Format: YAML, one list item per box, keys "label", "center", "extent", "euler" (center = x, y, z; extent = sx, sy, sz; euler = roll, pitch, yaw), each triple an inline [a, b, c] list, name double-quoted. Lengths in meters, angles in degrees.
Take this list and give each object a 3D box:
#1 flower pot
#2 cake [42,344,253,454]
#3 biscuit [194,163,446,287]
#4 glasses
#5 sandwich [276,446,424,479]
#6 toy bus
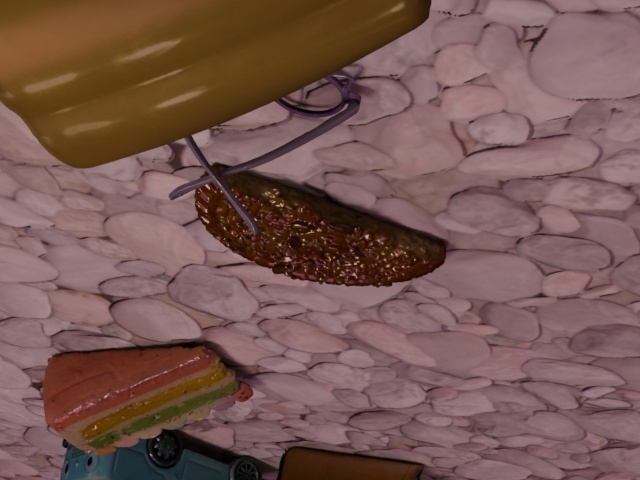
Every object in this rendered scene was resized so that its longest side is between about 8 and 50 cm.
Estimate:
- label: "flower pot"
  center: [-0.050, -0.144, 0.525]
  extent: [0.179, 0.195, 0.195]
  euler: [-11, 148, 11]
- label: "cake"
  center: [-0.191, 0.172, 1.251]
  extent: [0.225, 0.090, 0.109]
  euler: [-8, 144, 28]
- label: "biscuit"
  center: [-0.011, 0.002, 0.935]
  extent: [0.206, 0.025, 0.126]
  euler: [19, 151, -16]
- label: "glasses"
  center: [-0.052, -0.066, 0.737]
  extent: [0.140, 0.103, 0.062]
  euler: [16, 154, -4]
- label: "sandwich"
  center: [0.034, 0.392, 1.439]
  extent: [0.198, 0.227, 0.155]
  euler: [8, 153, 5]
- label: "toy bus"
  center: [-0.199, 0.339, 1.480]
  extent: [0.271, 0.164, 0.133]
  euler: [27, 148, -30]
